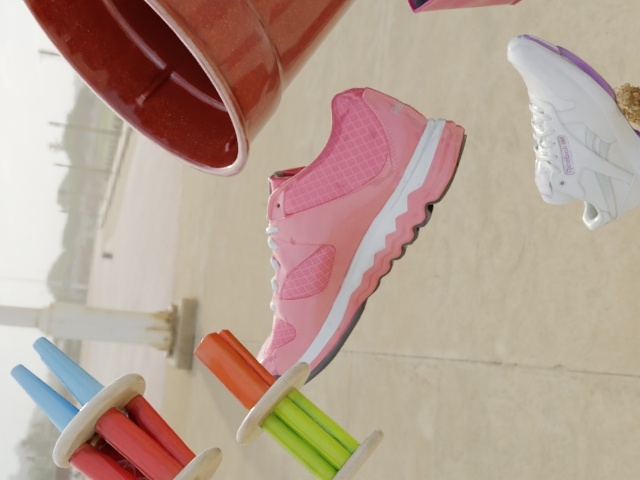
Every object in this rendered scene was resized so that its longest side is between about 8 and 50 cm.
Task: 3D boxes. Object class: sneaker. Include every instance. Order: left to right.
[{"bbox_3d":[0.000,0.000,0.715,0.314,0.136,0.116,-58,-1,22],"label":"sneaker"},{"bbox_3d":[0.327,-0.132,1.024,0.152,0.305,0.114,-41,22,14],"label":"sneaker"}]

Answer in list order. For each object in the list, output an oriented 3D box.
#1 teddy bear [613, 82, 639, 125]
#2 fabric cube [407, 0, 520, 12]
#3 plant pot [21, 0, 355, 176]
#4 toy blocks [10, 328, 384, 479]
[{"bbox_3d":[0.578,-0.206,1.191,0.113,0.245,0.338,-39,-20,-57],"label":"teddy bear"},{"bbox_3d":[0.259,-0.526,1.193,0.254,0.258,0.259,-30,80,53],"label":"fabric cube"},{"bbox_3d":[-0.087,-0.246,0.705,0.265,0.272,0.272,-50,7,-19],"label":"plant pot"},{"bbox_3d":[-0.058,0.083,0.373,0.123,0.148,0.054,-38,-17,-47],"label":"toy blocks"}]
